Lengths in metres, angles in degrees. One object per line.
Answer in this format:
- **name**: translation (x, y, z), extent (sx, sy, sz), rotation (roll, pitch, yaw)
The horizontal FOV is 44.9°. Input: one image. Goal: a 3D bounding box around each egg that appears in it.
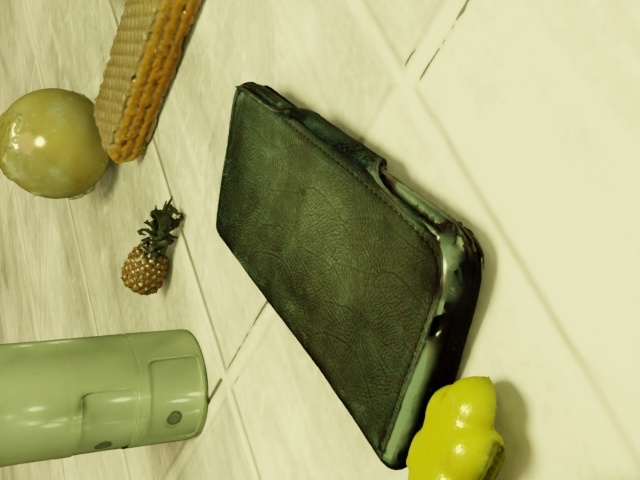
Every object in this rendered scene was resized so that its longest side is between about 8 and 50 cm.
- **egg**: translation (-0.382, -0.138, 1.107), extent (0.201, 0.164, 0.165), rotation (19, 108, 62)

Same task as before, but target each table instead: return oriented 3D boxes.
- **table**: translation (-0.245, 0.165, 0.833), extent (0.126, 0.219, 0.127), rotation (0, 90, 58)

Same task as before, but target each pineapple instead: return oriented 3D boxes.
- **pineapple**: translation (-0.191, 0.009, 0.905), extent (0.124, 0.058, 0.058), rotation (-55, 46, 37)

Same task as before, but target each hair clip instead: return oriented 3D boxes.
- **hair clip**: translation (0.071, 0.156, 0.464), extent (0.072, 0.046, 0.173), rotation (-102, 21, -64)

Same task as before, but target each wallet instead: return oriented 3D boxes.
- **wallet**: translation (0.000, 0.000, 0.583), extent (0.318, 0.045, 0.173), rotation (45, 131, 49)

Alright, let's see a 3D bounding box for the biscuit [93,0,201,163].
- **biscuit**: translation (-0.192, -0.235, 0.885), extent (0.379, 0.054, 0.094), rotation (-52, 49, 47)
